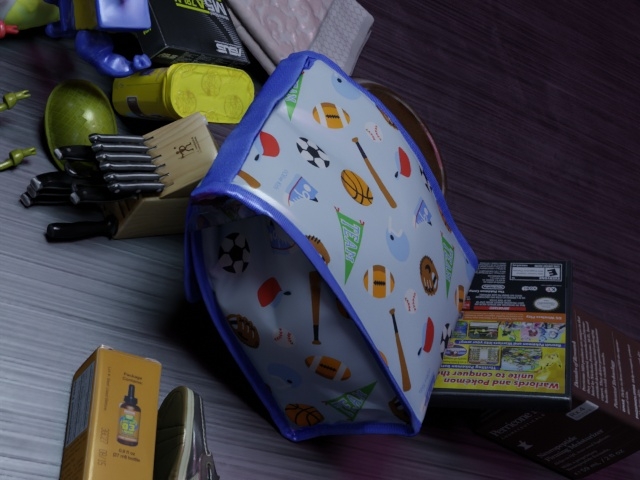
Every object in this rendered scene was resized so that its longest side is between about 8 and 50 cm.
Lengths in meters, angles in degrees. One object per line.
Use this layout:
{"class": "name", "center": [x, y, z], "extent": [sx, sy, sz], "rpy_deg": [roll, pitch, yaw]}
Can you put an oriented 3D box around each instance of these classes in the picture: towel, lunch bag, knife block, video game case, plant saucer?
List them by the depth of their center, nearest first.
{"class": "lunch bag", "center": [0.000, 0.000, 1.236], "extent": [0.385, 0.239, 0.328], "rpy_deg": [61, 34, -29]}
{"class": "knife block", "center": [-0.230, -0.056, 1.282], "extent": [0.275, 0.242, 0.088], "rpy_deg": [66, 0, -71]}
{"class": "video game case", "center": [0.207, 0.124, 1.393], "extent": [0.275, 0.035, 0.248], "rpy_deg": [0, 44, 14]}
{"class": "plant saucer", "center": [0.103, -0.128, 1.578], "extent": [0.311, 0.050, 0.310], "rpy_deg": [25, 52, -35]}
{"class": "towel", "center": [-0.043, -0.392, 1.638], "extent": [0.317, 0.053, 0.332], "rpy_deg": [50, 38, -24]}

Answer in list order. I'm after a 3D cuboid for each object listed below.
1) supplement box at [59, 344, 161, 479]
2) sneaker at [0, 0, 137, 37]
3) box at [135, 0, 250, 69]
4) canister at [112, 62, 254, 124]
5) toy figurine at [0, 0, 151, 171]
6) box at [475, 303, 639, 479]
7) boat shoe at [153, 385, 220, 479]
{"class": "supplement box", "center": [-0.223, 0.232, 1.054], "extent": [0.078, 0.080, 0.233], "rpy_deg": [21, 49, -27]}
{"class": "sneaker", "center": [-0.296, -0.357, 1.401], "extent": [0.147, 0.145, 0.385], "rpy_deg": [50, 43, 4]}
{"class": "box", "center": [-0.193, -0.320, 1.361], "extent": [0.191, 0.045, 0.184], "rpy_deg": [-3, 66, -60]}
{"class": "canister", "center": [-0.187, -0.194, 1.341], "extent": [0.126, 0.170, 0.073], "rpy_deg": [0, 96, -38]}
{"class": "toy figurine", "center": [-0.285, -0.261, 1.180], "extent": [0.191, 0.217, 0.362], "rpy_deg": [-4, 90, -42]}
{"class": "box", "center": [0.356, 0.216, 1.473], "extent": [0.203, 0.168, 0.167], "rpy_deg": [27, 45, -20]}
{"class": "boat shoe", "center": [-0.145, 0.271, 1.092], "extent": [0.073, 0.080, 0.223], "rpy_deg": [22, 52, -33]}
